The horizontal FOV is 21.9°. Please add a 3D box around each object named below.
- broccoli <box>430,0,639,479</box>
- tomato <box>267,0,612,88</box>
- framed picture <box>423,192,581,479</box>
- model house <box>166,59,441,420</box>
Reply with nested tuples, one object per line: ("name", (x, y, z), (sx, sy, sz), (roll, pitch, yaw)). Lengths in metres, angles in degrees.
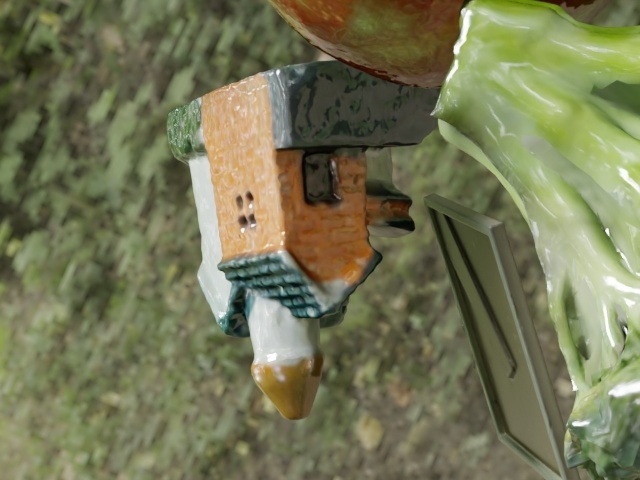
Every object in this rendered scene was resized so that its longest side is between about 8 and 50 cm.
("broccoli", (0.168, -0.025, 0.846), (0.288, 0.245, 0.248), (-44, -20, -57))
("tomato", (0.061, -0.232, 0.972), (0.239, 0.303, 0.303), (117, 167, -45))
("framed picture", (0.156, 0.087, 1.431), (0.184, 0.016, 0.250), (-148, 39, -74))
("model house", (0.000, 0.000, 1.417), (0.271, 0.190, 0.301), (-9, 84, 62))
